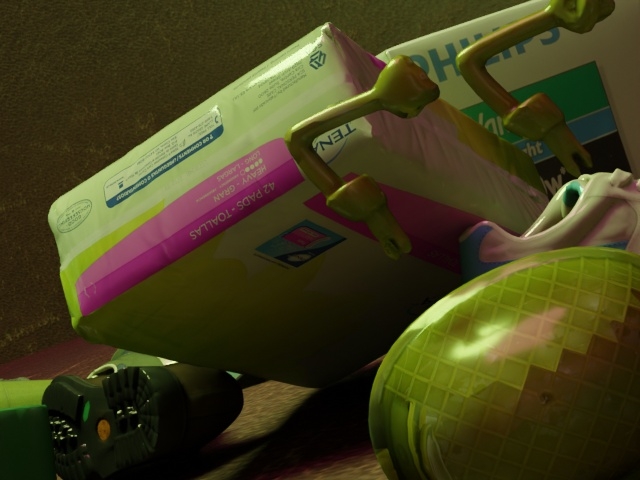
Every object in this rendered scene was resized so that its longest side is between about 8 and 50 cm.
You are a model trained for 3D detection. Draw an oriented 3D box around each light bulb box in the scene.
[{"bbox_3d":[0.156,-0.084,1.218,0.358,0.225,0.361,-22,3,-25],"label":"light bulb box"}]

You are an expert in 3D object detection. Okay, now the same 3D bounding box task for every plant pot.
[{"bbox_3d":[-0.307,0.176,1.311,0.079,0.083,0.083,-10,-2,-23],"label":"plant pot"}]

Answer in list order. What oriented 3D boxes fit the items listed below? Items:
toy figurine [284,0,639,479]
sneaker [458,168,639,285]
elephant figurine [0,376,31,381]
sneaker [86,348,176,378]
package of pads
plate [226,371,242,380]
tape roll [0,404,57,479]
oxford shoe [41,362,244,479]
[{"bbox_3d":[0.170,-0.019,0.352,0.362,0.191,0.217,-22,7,3],"label":"toy figurine"},{"bbox_3d":[0.191,-0.003,0.731,0.228,0.092,0.087,-20,1,-10],"label":"sneaker"},{"bbox_3d":[-0.462,0.203,1.433,0.169,0.186,0.239,-64,-10,-1],"label":"elephant figurine"},{"bbox_3d":[-0.194,0.136,1.218,0.086,0.064,0.192,-17,4,-24],"label":"sneaker"},{"bbox_3d":[0.000,0.000,0.806,0.229,0.101,0.296,-31,-26,23],"label":"package of pads"},{"bbox_3d":[-0.068,0.053,1.163,0.188,0.024,0.188,-48,22,27],"label":"plate"},{"bbox_3d":[-0.327,0.162,0.783,0.321,0.077,0.321,-9,-6,-1],"label":"tape roll"},{"bbox_3d":[-0.130,0.130,0.901,0.096,0.083,0.227,-4,-6,-37],"label":"oxford shoe"}]
